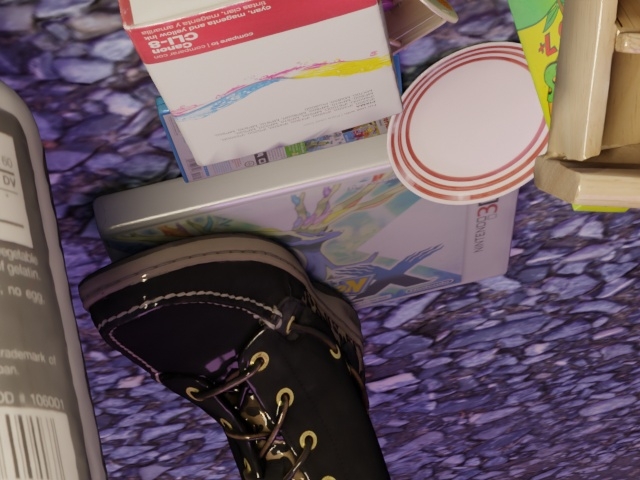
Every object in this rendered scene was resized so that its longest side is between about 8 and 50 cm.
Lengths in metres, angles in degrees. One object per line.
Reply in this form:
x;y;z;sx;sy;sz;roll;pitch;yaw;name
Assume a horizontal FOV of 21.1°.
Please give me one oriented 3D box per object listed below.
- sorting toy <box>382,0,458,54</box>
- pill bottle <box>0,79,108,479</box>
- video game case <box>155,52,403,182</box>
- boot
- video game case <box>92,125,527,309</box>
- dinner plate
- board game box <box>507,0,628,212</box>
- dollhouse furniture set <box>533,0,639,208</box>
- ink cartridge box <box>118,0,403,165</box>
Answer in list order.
0.028;-0.145;1.070;0.083;0.045;0.075;-29;146;34;sorting toy
-0.233;0.030;0.899;0.204;0.361;0.204;-12;158;-5;pill bottle
-0.024;-0.089;1.205;0.166;0.015;0.119;-14;158;0;video game case
-0.038;0.163;1.343;0.138;0.284;0.377;-21;158;15;boot
0.000;0.000;1.406;0.329;0.036;0.300;-13;158;-2;video game case
0.113;-0.086;1.239;0.141;0.017;0.141;-11;131;-12;dinner plate
0.168;-0.118;1.026;0.043;0.181;0.092;1;153;-33;board game box
0.244;-0.114;0.723;0.362;0.256;0.394;2;-170;-13;dollhouse furniture set
-0.036;-0.140;0.920;0.127;0.128;0.176;-15;158;3;ink cartridge box
